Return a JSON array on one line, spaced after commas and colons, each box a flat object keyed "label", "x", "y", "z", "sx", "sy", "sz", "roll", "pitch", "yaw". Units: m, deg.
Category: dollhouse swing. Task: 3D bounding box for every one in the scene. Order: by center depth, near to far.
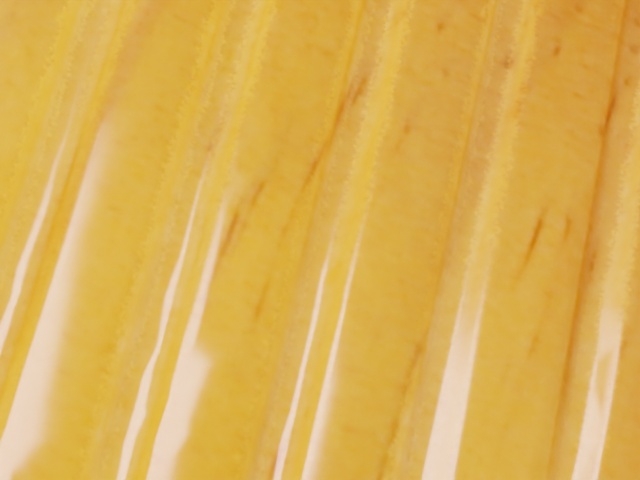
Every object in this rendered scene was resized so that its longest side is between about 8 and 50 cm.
[{"label": "dollhouse swing", "x": 0.008, "y": -0.107, "z": 0.363, "sx": 0.347, "sy": 0.305, "sz": 0.315, "roll": 17, "pitch": 66, "yaw": -8}]
